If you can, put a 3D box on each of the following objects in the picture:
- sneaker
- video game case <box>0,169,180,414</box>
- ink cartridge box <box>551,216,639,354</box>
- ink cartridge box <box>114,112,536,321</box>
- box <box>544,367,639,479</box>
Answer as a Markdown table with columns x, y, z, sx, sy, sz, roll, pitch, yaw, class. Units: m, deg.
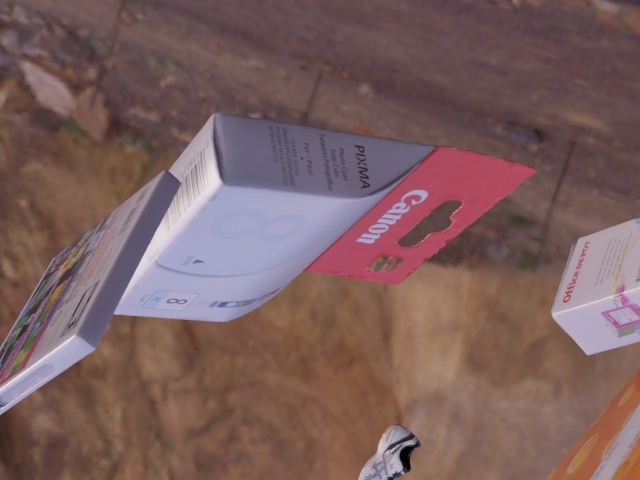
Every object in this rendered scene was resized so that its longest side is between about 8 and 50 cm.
| x | y | z | sx | sy | sz | roll | pitch | yaw | class |
| --- | --- | --- | --- | --- | --- | --- | --- | --- | --- |
| 0.065 | 0.216 | 1.195 | 0.037 | 0.083 | 0.032 | 27 | -178 | 35 | sneaker |
| -0.207 | 0.049 | 1.056 | 0.023 | 0.201 | 0.183 | 41 | 131 | -19 | video game case |
| 0.244 | 0.027 | 0.954 | 0.122 | 0.088 | 0.052 | -21 | 120 | 44 | ink cartridge box |
| 0.000 | 0.000 | 1.363 | 0.385 | 0.091 | 0.308 | 8 | 150 | -27 | ink cartridge box |
| 0.285 | 0.122 | 0.757 | 0.168 | 0.345 | 0.215 | 37 | -166 | 4 | box |
